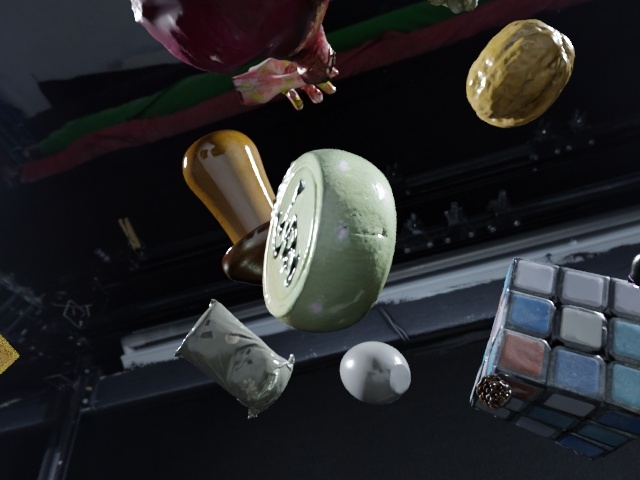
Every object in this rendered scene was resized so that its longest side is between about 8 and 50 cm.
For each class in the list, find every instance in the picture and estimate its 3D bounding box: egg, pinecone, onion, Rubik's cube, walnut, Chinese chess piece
[{"bbox_3d":[0.151,0.384,1.293,0.232,0.176,0.176,-18,-145,56],"label":"egg"},{"bbox_3d":[0.383,0.336,0.979,0.077,0.083,0.077,-5,-104,20],"label":"pinecone"},{"bbox_3d":[-0.095,-0.447,0.801,0.399,0.420,0.398,-32,-139,33],"label":"onion"},{"bbox_3d":[0.626,0.299,1.153,0.363,0.358,0.363,16,-120,23],"label":"Rubik's cube"},{"bbox_3d":[0.483,-0.410,1.105,0.225,0.256,0.257,-6,-147,-41],"label":"walnut"},{"bbox_3d":[0.000,0.000,0.609,0.101,0.250,0.250,12,-136,-22],"label":"Chinese chess piece"}]

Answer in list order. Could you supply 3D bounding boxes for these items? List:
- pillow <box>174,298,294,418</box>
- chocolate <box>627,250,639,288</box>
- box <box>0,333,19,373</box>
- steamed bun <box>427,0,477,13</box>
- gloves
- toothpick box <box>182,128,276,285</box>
[{"bbox_3d":[-0.190,0.265,0.987,0.255,0.059,0.169,38,-97,1],"label":"pillow"},{"bbox_3d":[0.491,0.059,0.630,0.072,0.147,0.070,-52,-168,3],"label":"chocolate"},{"bbox_3d":[-0.458,0.098,0.428,0.274,0.174,0.076,-18,-157,22],"label":"box"},{"bbox_3d":[0.233,-0.517,0.635,0.310,0.323,0.219,-6,-162,32],"label":"steamed bun"},{"bbox_3d":[-0.082,-0.385,1.058,0.242,0.145,0.126,-21,-103,-3],"label":"gloves"},{"bbox_3d":[-0.137,-0.058,0.851,0.192,0.192,0.294,-30,-104,-6],"label":"toothpick box"}]
